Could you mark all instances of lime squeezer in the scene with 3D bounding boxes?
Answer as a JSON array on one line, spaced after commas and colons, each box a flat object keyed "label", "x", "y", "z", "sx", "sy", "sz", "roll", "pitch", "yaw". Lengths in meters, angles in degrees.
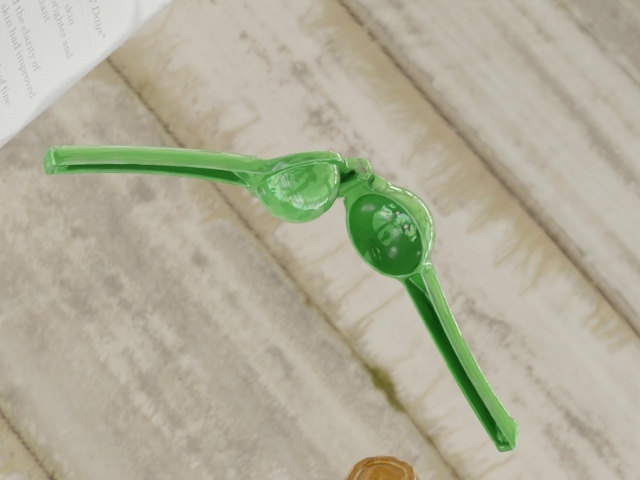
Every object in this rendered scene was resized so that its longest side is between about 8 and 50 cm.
[{"label": "lime squeezer", "x": 0.000, "y": 0.000, "z": 0.575, "sx": 0.310, "sy": 0.059, "sz": 0.110, "roll": 33, "pitch": -110, "yaw": -23}]

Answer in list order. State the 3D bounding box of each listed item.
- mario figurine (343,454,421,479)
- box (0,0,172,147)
[{"label": "mario figurine", "x": 0.075, "y": 0.283, "z": 0.720, "sx": 0.170, "sy": 0.321, "sz": 0.198, "roll": -7, "pitch": -143, "yaw": -11}, {"label": "box", "x": -0.115, "y": -0.120, "z": 0.325, "sx": 0.091, "sy": 0.130, "sz": 0.170, "roll": 17, "pitch": -134, "yaw": 23}]
